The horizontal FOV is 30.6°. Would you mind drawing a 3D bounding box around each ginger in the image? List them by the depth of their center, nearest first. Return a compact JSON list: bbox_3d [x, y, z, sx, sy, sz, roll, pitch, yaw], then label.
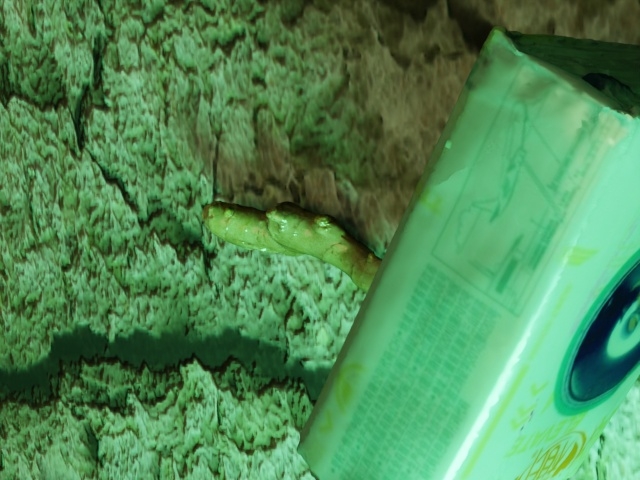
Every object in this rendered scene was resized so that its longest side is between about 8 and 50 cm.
[{"bbox_3d":[0.000,0.000,1.200,0.288,0.075,0.089,13,147,33],"label":"ginger"}]

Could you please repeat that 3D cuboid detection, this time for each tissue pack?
[{"bbox_3d":[0.176,0.036,0.943,0.162,0.287,0.388,40,119,31],"label":"tissue pack"}]
